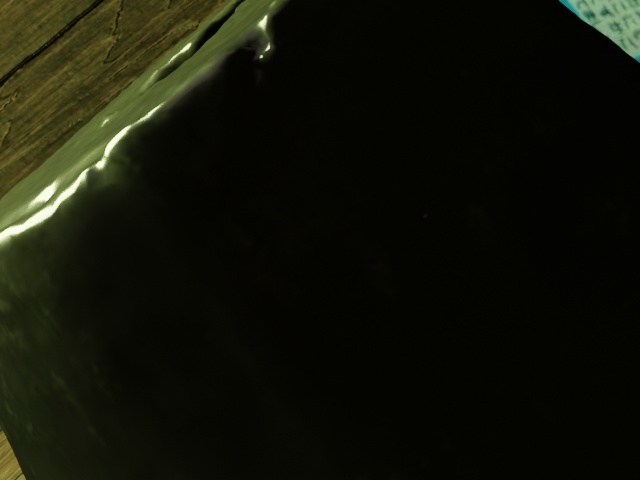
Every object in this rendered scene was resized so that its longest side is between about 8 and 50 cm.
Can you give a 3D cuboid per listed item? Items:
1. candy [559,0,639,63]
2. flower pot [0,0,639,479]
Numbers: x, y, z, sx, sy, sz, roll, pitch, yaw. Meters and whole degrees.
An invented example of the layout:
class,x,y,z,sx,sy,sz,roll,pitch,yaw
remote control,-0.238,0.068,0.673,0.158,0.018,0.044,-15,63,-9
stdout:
class,x,y,z,sx,sy,sz,roll,pitch,yaw
candy,0.272,-0.211,1.028,0.306,0.157,0.100,-44,12,-27
flower pot,0.014,0.039,0.619,0.379,0.251,0.379,-37,12,10
